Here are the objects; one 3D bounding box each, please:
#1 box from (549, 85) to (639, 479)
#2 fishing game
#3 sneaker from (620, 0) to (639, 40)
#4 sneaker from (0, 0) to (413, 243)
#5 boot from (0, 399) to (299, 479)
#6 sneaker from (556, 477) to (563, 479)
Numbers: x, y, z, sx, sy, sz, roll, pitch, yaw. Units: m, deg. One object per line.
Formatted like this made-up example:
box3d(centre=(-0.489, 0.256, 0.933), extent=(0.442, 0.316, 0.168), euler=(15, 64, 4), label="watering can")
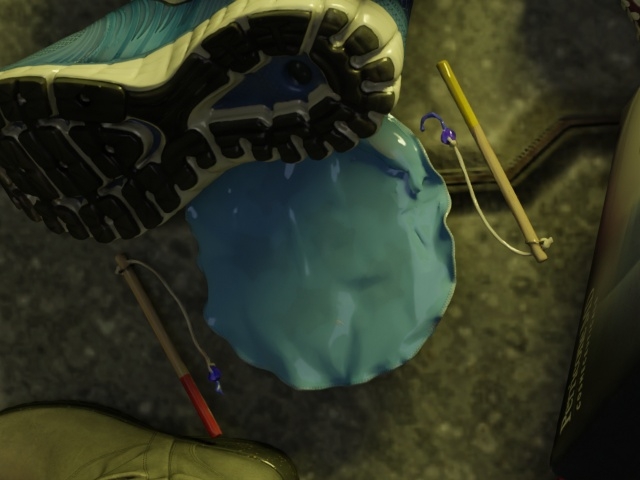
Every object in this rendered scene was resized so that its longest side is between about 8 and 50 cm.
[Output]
box3d(centre=(0.266, -0.036, 0.919), extent=(0.182, 0.296, 0.294), euler=(25, 133, -4), label="box")
box3d(centre=(0.000, 0.000, 1.197), extent=(0.264, 0.041, 0.189), euler=(-34, 81, 21), label="fishing game")
box3d(centre=(0.202, -0.129, 1.116), extent=(0.185, 0.069, 0.084), euler=(31, 103, 10), label="sneaker")
box3d(centre=(-0.077, -0.100, 1.168), extent=(0.330, 0.147, 0.130), euler=(-12, 120, 31), label="sneaker")
box3d(centre=(-0.140, 0.159, 1.186), extent=(0.246, 0.161, 0.083), euler=(3, 98, 13), label="boot")
box3d(centre=(0.188, 0.104, 1.147), extent=(0.279, 0.107, 0.118), euler=(-45, 70, 10), label="sneaker")
